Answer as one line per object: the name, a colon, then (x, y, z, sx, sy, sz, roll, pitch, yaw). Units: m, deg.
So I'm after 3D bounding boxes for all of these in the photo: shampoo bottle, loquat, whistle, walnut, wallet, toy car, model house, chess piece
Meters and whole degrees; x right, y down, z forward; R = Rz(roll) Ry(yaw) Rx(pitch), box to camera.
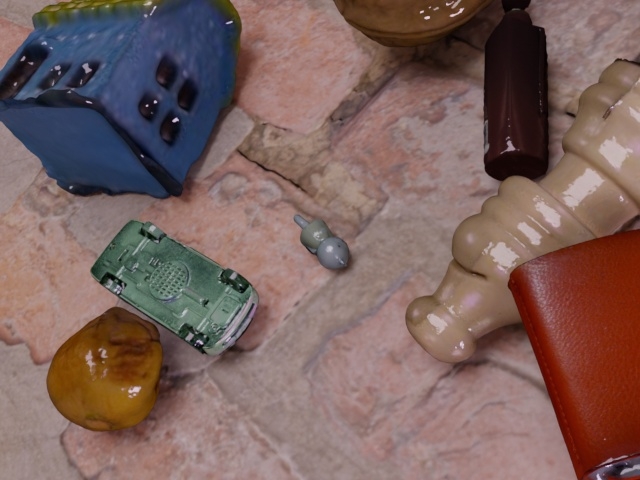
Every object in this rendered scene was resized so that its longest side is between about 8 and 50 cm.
shampoo bottle: (0.203, -0.169, 0.943, 0.067, 0.068, 0.236, 13, 61, -11)
loquat: (-0.223, 0.137, 0.972, 0.137, 0.113, 0.137, -43, 27, 28)
whistle: (0.000, 0.000, 0.973, 0.035, 0.035, 0.100, -43, 45, -2)
walnut: (0.105, -0.322, 1.014, 0.228, 0.228, 0.228, -17, 50, 22)
wallet: (0.228, 0.078, 0.663, 0.142, 0.045, 0.204, -18, 38, 9)
toy car: (-0.156, 0.055, 1.006, 0.224, 0.076, 0.090, 27, 74, 34)
model house: (-0.248, -0.218, 1.181, 0.237, 0.215, 0.303, 5, 56, 35)
chess piece: (0.206, -0.006, 0.803, 0.307, 0.139, 0.124, -45, 4, 3)
